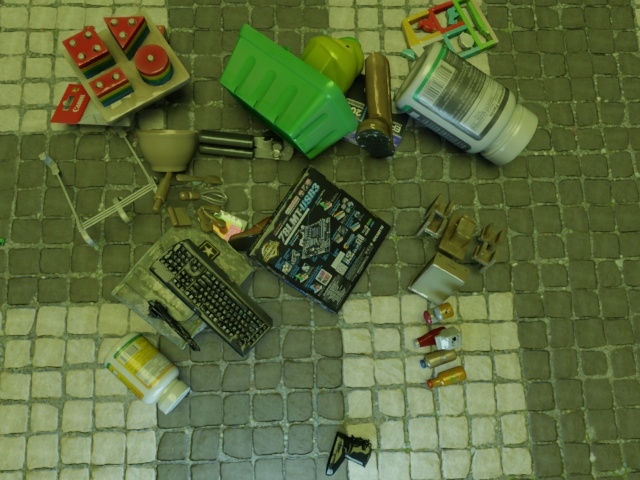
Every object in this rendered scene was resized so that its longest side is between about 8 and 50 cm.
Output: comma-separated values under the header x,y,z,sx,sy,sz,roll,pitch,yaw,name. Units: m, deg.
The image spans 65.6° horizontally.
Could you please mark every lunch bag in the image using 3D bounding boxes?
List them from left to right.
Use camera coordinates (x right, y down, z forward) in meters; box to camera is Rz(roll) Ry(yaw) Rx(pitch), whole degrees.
x,y,z,sx,sy,sz,roll,pitch,yaw,name
-0.346,0.099,1.298,0.235,0.169,0.287,40,81,-3,lunch bag

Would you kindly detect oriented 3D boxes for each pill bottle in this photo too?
x,y,z,sx,sy,sz,roll,pitch,yaw,name
-0.441,0.343,1.278,0.208,0.117,0.117,40,80,5,pill bottle
0.409,-0.375,1.401,0.361,0.204,0.204,31,79,-9,pill bottle

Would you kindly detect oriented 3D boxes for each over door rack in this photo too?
x,y,z,sx,sy,sz,roll,pitch,yaw,name
-0.594,-0.163,1.384,0.239,0.108,0.324,-33,69,-10,over door rack

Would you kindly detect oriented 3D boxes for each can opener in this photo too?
x,y,z,sx,sy,sz,roll,pitch,yaw,name
-0.212,-0.281,1.443,0.280,0.074,0.093,3,45,-4,can opener

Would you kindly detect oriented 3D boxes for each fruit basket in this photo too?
x,y,z,sx,sy,sz,roll,pitch,yaw,name
-0.030,-0.454,1.360,0.392,0.283,0.392,-5,74,17,fruit basket

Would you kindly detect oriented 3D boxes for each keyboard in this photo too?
x,y,z,sx,sy,sz,roll,pitch,yaw,name
-0.288,0.164,1.205,0.317,0.033,0.201,45,84,-7,keyboard

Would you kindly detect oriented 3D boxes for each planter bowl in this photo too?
x,y,z,sx,sy,sz,roll,pitch,yaw,name
-0.425,-0.249,1.385,0.162,0.162,0.109,1,105,-3,planter bowl

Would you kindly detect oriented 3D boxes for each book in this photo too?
x,y,z,sx,sy,sz,roll,pitch,yaw,name
-0.277,-0.004,1.398,0.096,0.035,0.144,24,79,-1,book

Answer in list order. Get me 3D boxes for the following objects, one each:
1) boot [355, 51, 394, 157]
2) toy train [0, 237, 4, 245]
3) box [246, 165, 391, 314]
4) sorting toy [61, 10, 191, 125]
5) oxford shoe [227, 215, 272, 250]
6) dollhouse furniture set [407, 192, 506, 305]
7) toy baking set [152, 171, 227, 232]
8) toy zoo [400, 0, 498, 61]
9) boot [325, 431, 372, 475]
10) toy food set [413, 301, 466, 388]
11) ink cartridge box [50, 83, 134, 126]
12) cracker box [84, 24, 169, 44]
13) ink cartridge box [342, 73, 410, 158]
x,y,z,sx,sy,sz,roll,pitch,yaw,name
0.146,-0.384,1.355,0.089,0.236,0.269,-3,83,15,boot
-0.916,-0.004,1.372,0.083,0.017,0.023,14,69,0,toy train
0.000,0.000,1.350,0.293,0.073,0.295,35,80,-13,box
-0.528,-0.486,1.332,0.255,0.089,0.257,-33,79,-11,sorting toy
-0.161,-0.026,1.393,0.212,0.076,0.076,-15,58,-14,oxford shoe
0.360,0.036,1.392,0.212,0.161,0.242,30,57,3,dollhouse furniture set
-0.344,-0.109,1.335,0.197,0.030,0.256,22,38,-25,toy baking set
0.384,-0.640,1.553,0.293,0.030,0.192,-24,81,-7,toy zoo
0.075,0.568,1.300,0.099,0.045,0.121,20,78,-2,boot
0.307,0.273,1.325,0.104,0.111,0.232,-18,112,-6,toy food set
-0.635,-0.404,1.411,0.225,0.056,0.181,4,53,-4,ink cartridge box
-0.571,-0.552,1.446,0.232,0.067,0.155,-3,59,-3,cracker box
0.159,-0.376,1.484,0.206,0.045,0.208,21,80,0,ink cartridge box
